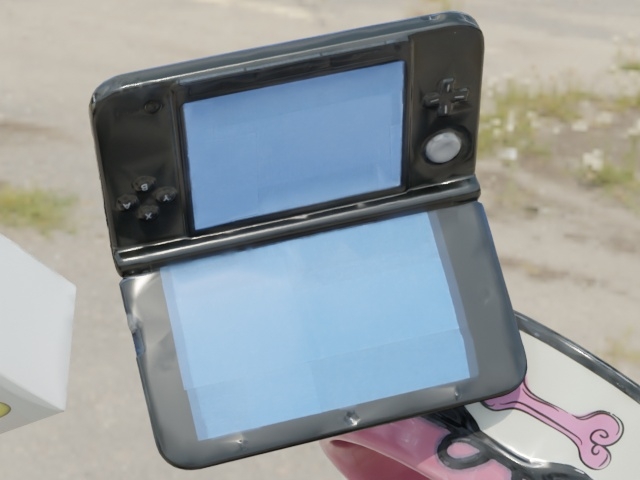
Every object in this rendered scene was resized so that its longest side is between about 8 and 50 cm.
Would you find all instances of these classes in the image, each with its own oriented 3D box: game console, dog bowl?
[{"bbox_3d":[0.000,0.000,1.104,0.293,0.250,0.173,-13,46,-11],"label":"game console"},{"bbox_3d":[0.175,0.211,1.355,0.408,0.408,0.150,21,69,43],"label":"dog bowl"}]

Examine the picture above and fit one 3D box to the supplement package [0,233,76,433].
[{"bbox_3d":[-0.380,0.094,1.480,0.203,0.194,0.149,-21,51,26],"label":"supplement package"}]
